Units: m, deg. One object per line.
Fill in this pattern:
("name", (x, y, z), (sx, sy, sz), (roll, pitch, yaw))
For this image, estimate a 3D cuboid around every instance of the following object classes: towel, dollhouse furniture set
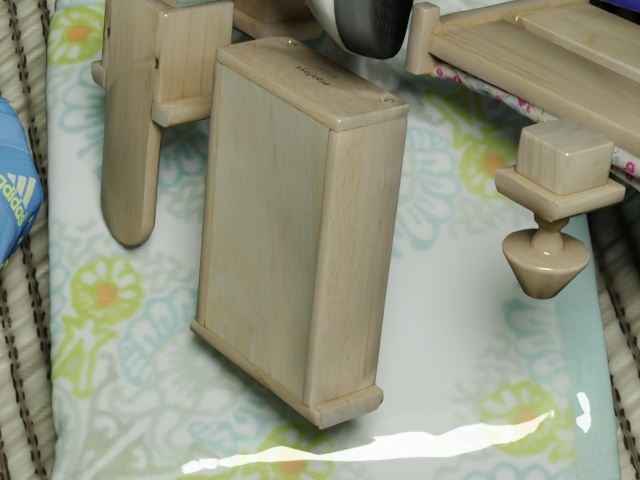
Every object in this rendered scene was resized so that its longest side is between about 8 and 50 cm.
("towel", (0.000, 0.000, 1.145), (0.321, 0.090, 0.374), (-4, 64, -1))
("dollhouse furniture set", (0.097, -0.046, 1.089), (0.356, 0.173, 0.303), (-15, 34, -36))

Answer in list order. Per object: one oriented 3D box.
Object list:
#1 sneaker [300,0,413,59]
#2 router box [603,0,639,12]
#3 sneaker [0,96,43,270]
("sneaker", (-0.019, -0.163, 1.009), (0.145, 0.090, 0.270), (8, 23, 6))
("router box", (0.249, -0.273, 1.230), (0.335, 0.082, 0.301), (17, 56, -5))
("sneaker", (-0.207, 0.024, 1.102), (0.091, 0.240, 0.126), (19, 19, 28))
